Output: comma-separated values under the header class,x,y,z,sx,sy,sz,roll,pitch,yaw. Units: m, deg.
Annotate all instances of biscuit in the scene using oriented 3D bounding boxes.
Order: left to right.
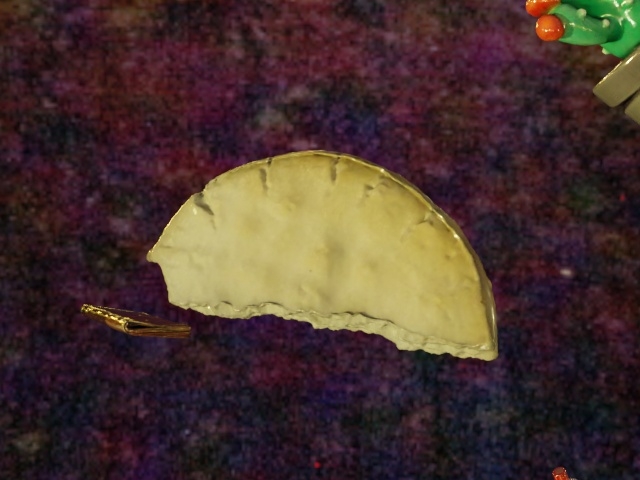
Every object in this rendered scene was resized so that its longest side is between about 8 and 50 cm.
class,x,y,z,sx,sy,sz,roll,pitch,yaw
biscuit,0.000,0.000,0.754,0.290,0.141,0.038,8,-12,21

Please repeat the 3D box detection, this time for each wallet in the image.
class,x,y,z,sx,sy,sz,roll,pitch,yaw
wallet,-0.232,0.104,1.262,0.095,0.026,0.176,9,-3,-31

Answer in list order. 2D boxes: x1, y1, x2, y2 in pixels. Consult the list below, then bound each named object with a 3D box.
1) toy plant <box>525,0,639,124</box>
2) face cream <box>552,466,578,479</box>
class,x,y,z,sx,sy,sz,roll,pitch,yaw
toy plant,0.422,-0.278,1.313,0.400,0.279,0.185,46,-6,7
face cream,0.253,0.263,1.012,0.021,0.083,0.040,-1,32,48
